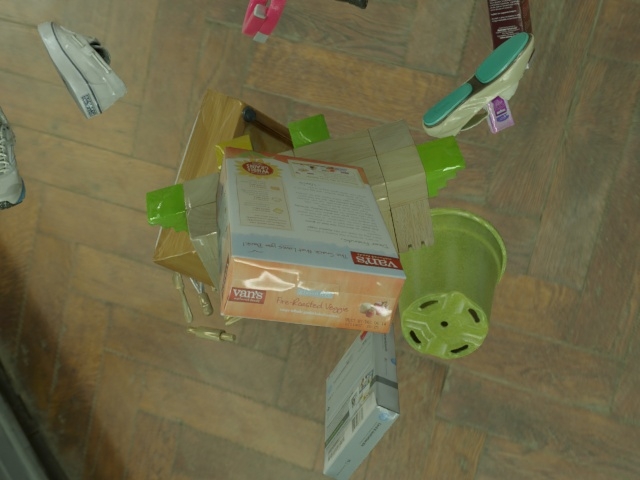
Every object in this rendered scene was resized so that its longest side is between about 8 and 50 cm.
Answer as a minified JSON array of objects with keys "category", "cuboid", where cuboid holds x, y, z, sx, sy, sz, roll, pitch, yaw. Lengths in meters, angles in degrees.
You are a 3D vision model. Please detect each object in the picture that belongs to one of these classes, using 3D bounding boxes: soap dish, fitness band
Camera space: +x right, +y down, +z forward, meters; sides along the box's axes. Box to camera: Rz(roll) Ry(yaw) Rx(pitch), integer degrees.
[{"category":"soap dish","cuboid":[-0.114,-0.064,1.295,0.118,0.229,0.291,-4,66,48]},{"category":"fitness band","cuboid":[-0.101,-0.525,1.685,0.054,0.291,0.209,16,84,-15]}]

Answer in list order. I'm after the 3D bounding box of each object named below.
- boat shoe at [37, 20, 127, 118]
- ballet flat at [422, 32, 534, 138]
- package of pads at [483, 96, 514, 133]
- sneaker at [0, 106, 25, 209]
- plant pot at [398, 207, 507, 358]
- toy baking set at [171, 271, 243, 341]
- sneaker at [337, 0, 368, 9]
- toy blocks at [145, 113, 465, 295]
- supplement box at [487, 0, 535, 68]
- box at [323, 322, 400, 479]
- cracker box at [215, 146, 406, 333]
[{"category":"boat shoe","cuboid":[-0.375,-0.280,1.307,0.084,0.095,0.258,-28,52,-13]},{"category":"ballet flat","cuboid":[0.294,-0.266,1.474,0.248,0.086,0.086,-39,86,21]},{"category":"package of pads","cuboid":[0.375,-0.274,1.744,0.050,0.032,0.083,-26,111,-12]},{"category":"sneaker","cuboid":[-0.485,-0.130,1.221,0.083,0.071,0.191,104,149,-50]},{"category":"plant pot","cuboid":[0.272,0.111,1.796,0.276,0.254,0.276,4,125,6]},{"category":"toy baking set","cuboid":[-0.269,0.144,1.992,0.256,0.030,0.197,-2,83,40]},{"category":"sneaker","cuboid":[0.057,-0.591,1.792,0.130,0.286,0.109,10,120,3]},{"category":"toy blocks","cuboid":[0.000,0.000,1.087,0.381,0.261,0.191,-16,52,2]},{"category":"supplement box","cuboid":[0.401,-0.491,1.749,0.073,0.130,0.239,-3,113,23]},{"category":"box","cuboid":[0.054,0.213,1.133,0.038,0.186,0.145,24,119,-14]},{"category":"cracker box","cuboid":[-0.020,-0.007,0.806,0.155,0.232,0.067,8,118,-12]}]
